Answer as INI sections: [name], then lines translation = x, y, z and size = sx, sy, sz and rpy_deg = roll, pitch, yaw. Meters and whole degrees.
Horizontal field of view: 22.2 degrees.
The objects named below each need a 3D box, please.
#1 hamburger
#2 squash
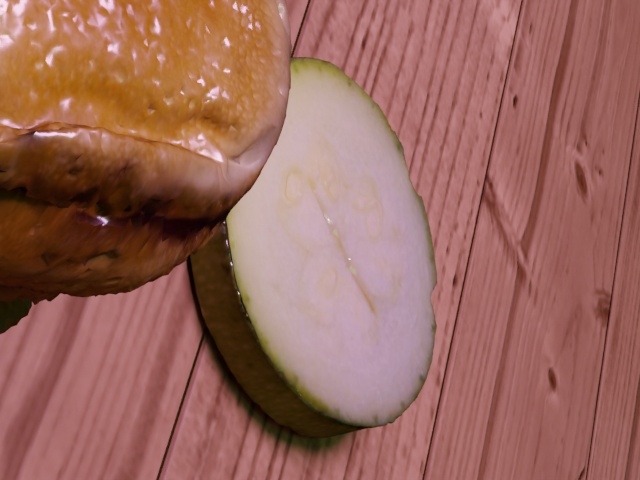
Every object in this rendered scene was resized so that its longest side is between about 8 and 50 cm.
[hamburger]
translation = -0.132, -0.082, 0.592
size = 0.244, 0.163, 0.244
rpy_deg = 28, 55, -48
[squash]
translation = -0.004, 0.001, 0.926
size = 0.219, 0.041, 0.219
rpy_deg = 27, 57, -51
